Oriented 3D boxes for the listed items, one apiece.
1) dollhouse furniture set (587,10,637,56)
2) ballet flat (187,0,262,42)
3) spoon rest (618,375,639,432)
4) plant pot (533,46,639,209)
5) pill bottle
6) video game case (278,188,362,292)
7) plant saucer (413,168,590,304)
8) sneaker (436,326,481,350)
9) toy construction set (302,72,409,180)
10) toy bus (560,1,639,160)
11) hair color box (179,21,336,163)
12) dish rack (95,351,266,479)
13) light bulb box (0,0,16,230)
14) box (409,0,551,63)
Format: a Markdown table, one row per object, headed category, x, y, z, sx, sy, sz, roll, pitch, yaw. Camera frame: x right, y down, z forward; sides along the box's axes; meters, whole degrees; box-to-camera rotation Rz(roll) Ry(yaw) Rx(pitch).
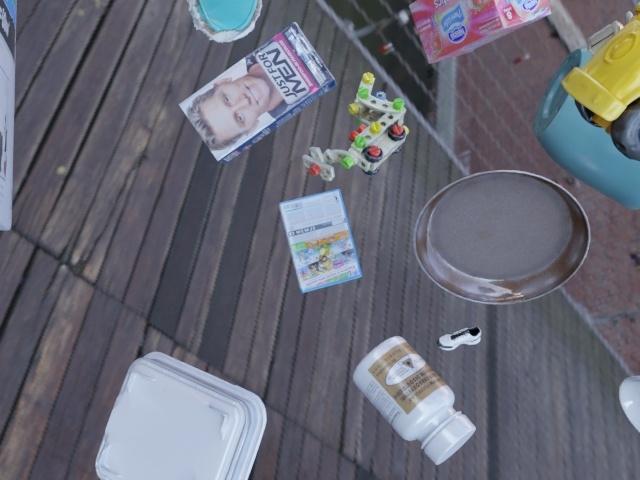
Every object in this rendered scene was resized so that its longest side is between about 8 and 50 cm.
| category | x | y | z | sx | sy | sz | roll | pitch | yaw |
| --- | --- | --- | --- | --- | --- | --- | --- | --- | --- |
| dollhouse furniture set | 0.530 | -0.276 | 1.254 | 0.161 | 0.182 | 0.101 | 27 | 55 | -25 |
| ballet flat | -0.192 | -0.520 | 1.593 | 0.147 | 0.147 | 0.408 | 25 | 52 | -45 |
| spoon rest | 0.565 | 0.251 | 1.340 | 0.084 | 0.276 | 0.137 | -24 | 62 | -23 |
| plant pot | 0.555 | -0.237 | 1.587 | 0.235 | 0.293 | 0.293 | 23 | 44 | -4 |
| pill bottle | 0.180 | 0.305 | 1.577 | 0.229 | 0.131 | 0.131 | 47 | 26 | 23 |
| video game case | 0.000 | 0.000 | 1.499 | 0.119 | 0.015 | 0.166 | -14 | 90 | -20 |
| plant saucer | 0.324 | -0.011 | 1.502 | 0.310 | 0.311 | 0.050 | 47 | 31 | -27 |
| sneaker | 0.314 | 0.217 | 1.878 | 0.109 | 0.043 | 0.040 | -12 | 54 | -16 |
| toy construction set | 0.105 | -0.283 | 2.205 | 0.215 | 0.151 | 0.327 | 36 | 74 | 16 |
| toy bus | 0.424 | -0.176 | 0.940 | 0.220 | 0.211 | 0.149 | 31 | 19 | -19 |
| hair color box | -0.150 | -0.356 | 2.027 | 0.174 | 0.347 | 0.105 | 55 | 5 | 1 |
| dish rack | -0.282 | 0.381 | 1.562 | 0.072 | 0.333 | 0.285 | 24 | 85 | -58 |
| light bulb box | -0.513 | -0.198 | 0.857 | 0.358 | 0.225 | 0.361 | 1 | 86 | -14 |
| box | 0.349 | -0.515 | 1.851 | 0.142 | 0.300 | 0.154 | -22 | 97 | -24 |
